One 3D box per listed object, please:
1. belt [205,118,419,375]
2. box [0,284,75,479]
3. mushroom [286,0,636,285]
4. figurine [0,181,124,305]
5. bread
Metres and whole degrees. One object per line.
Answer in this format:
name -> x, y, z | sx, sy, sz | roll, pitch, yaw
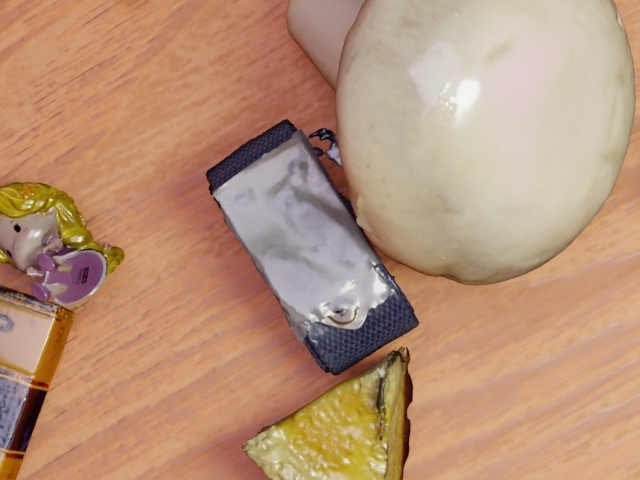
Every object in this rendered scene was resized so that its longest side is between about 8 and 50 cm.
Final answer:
belt -> 0.000, 0.000, 1.685 | 0.126, 0.139, 0.230 | -32, 76, 3
box -> -0.346, 0.152, 1.748 | 0.152, 0.070, 0.237 | 19, 86, 10
mushroom -> 0.139, -0.146, 1.619 | 0.315, 0.315, 0.356 | -12, 65, 6
figurine -> -0.259, -0.010, 1.760 | 0.156, 0.115, 0.094 | 37, 114, 32
bread -> 0.046, 0.182, 1.651 | 0.169, 0.140, 0.160 | 45, 100, 8
